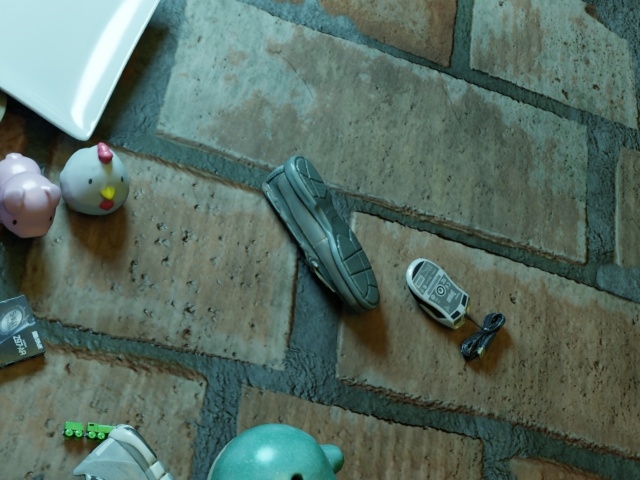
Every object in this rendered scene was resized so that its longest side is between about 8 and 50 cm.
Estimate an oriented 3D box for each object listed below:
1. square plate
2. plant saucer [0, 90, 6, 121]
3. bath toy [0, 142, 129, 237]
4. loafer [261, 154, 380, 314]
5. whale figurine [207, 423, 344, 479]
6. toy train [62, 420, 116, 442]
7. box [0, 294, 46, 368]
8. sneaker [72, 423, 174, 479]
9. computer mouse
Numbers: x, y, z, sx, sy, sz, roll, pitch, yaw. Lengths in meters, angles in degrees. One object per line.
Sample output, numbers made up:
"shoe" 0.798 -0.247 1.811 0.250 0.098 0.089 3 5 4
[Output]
"square plate" -0.422 -0.364 1.373 0.347 0.049 0.343 32 63 -25
"plant saucer" -0.566 -0.208 1.275 0.278 0.041 0.277 19 43 -19
"bath toy" -0.414 -0.060 1.269 0.348 0.129 0.151 -13 74 -30
"loafer" 0.000 0.000 1.479 0.267 0.084 0.096 63 27 6
"whale figurine" -0.018 0.359 1.259 0.272 0.141 0.216 40 57 -5
"toy train" -0.297 0.252 1.250 0.083 0.017 0.023 10 53 -21
"box" -0.409 0.121 1.254 0.067 0.018 0.083 -17 76 -30
"sneaker" -0.228 0.358 1.207 0.132 0.086 0.228 -38 85 -22
"computer mouse" 0.208 0.104 1.542 0.193 0.042 0.106 43 62 -9
